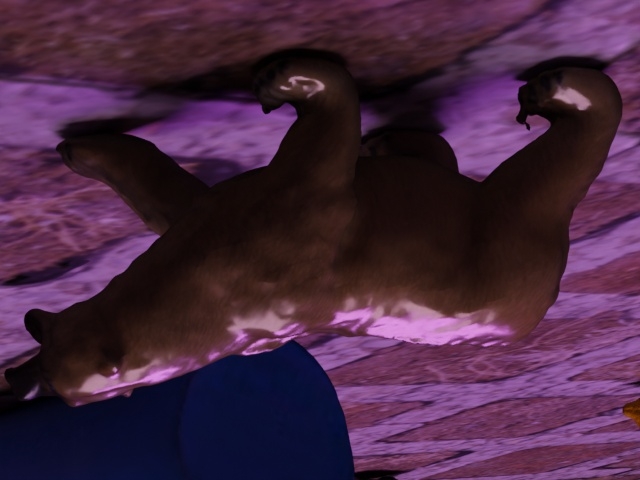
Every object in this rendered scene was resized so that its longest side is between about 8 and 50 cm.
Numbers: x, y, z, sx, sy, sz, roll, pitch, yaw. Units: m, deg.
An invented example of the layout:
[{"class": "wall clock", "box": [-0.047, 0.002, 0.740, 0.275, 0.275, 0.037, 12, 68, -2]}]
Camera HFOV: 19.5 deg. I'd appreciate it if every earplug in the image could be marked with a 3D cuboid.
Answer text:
[{"class": "earplug", "box": [-0.123, 0.140, 1.095, 0.273, 0.132, 0.132, -16, 165, 42]}]

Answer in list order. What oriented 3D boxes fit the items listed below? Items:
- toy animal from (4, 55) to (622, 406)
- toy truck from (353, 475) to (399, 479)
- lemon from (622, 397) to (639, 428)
[{"class": "toy animal", "box": [0.000, 0.000, 0.638, 0.219, 0.101, 0.103, -1, 166, -29]}, {"class": "toy truck", "box": [-0.002, 0.287, 1.819, 0.192, 0.092, 0.083, -18, 162, 33]}, {"class": "lemon", "box": [0.280, 0.137, 1.443, 0.092, 0.065, 0.065, 11, 164, -4]}]
